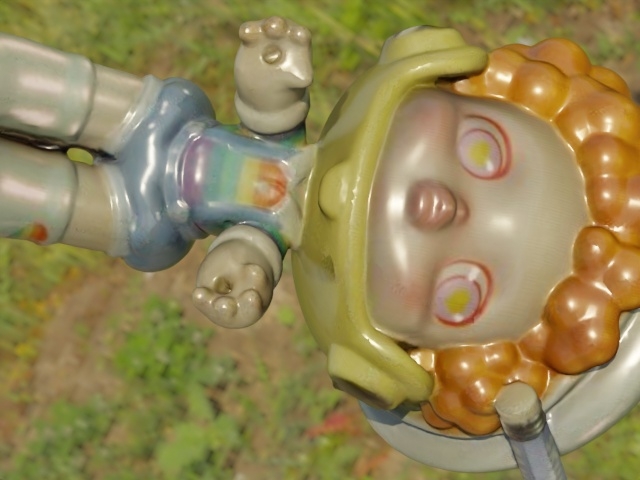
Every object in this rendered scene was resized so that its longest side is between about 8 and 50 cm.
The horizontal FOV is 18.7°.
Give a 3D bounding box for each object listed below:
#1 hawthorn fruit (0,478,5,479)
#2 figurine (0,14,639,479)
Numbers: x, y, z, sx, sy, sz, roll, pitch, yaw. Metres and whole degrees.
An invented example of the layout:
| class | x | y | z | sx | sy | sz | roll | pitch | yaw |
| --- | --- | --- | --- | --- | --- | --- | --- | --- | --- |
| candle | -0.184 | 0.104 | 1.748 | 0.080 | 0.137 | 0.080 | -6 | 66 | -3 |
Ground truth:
| class | x | y | z | sx | sy | sz | roll | pitch | yaw |
| --- | --- | --- | --- | --- | --- | --- | --- | --- | --- |
| hawthorn fruit | -0.222 | 0.301 | 0.945 | 0.403 | 0.403 | 0.402 | -34 | 40 | 35 |
| figurine | 0.004 | -0.031 | 1.003 | 0.224 | 0.382 | 0.205 | -66 | 12 | -14 |
